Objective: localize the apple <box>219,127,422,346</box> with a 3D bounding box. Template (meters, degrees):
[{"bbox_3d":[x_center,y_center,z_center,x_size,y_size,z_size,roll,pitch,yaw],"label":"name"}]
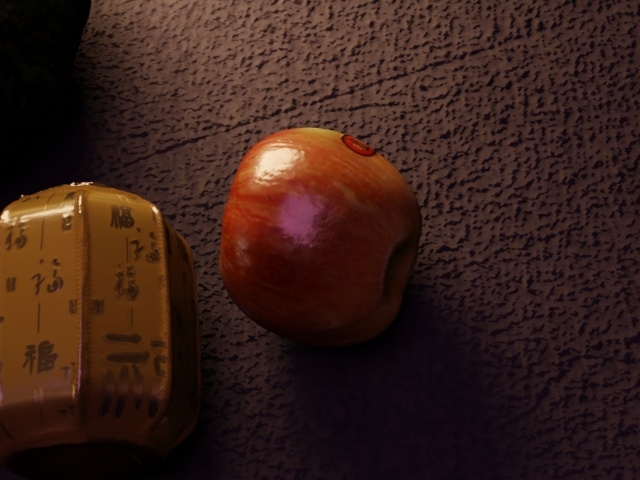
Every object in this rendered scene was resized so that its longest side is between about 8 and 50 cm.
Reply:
[{"bbox_3d":[0.000,0.000,0.863,0.131,0.146,0.146,19,73,11],"label":"apple"}]

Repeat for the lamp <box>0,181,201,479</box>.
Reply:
[{"bbox_3d":[-0.163,0.065,0.869,0.161,0.161,0.185,-9,63,11],"label":"lamp"}]

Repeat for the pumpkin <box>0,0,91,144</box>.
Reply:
[{"bbox_3d":[-0.287,-0.190,0.951,0.196,0.263,0.293,19,76,17],"label":"pumpkin"}]
